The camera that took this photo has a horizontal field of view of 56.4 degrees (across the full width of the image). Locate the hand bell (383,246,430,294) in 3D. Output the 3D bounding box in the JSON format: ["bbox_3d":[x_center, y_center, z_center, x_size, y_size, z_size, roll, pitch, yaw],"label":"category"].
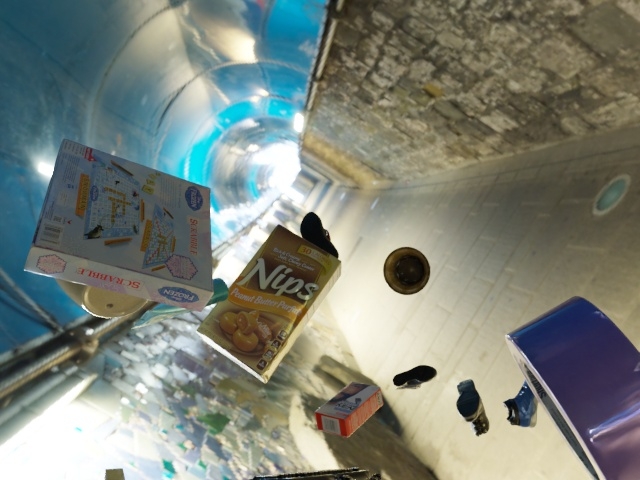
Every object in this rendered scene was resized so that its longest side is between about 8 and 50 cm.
[{"bbox_3d":[0.268,0.077,1.648,0.126,0.126,0.242,-58,-19,13],"label":"hand bell"}]

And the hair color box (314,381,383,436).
[{"bbox_3d":[0.073,0.417,1.487,0.167,0.093,0.054,-23,-71,-51],"label":"hair color box"}]

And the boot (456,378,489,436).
[{"bbox_3d":[0.539,0.610,2.078,0.085,0.179,0.236,-21,10,14],"label":"boot"}]

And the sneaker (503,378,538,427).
[{"bbox_3d":[0.542,0.430,1.621,0.058,0.084,0.152,110,165,-90],"label":"sneaker"}]

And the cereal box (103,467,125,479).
[{"bbox_3d":[-0.482,0.676,1.368,0.173,0.047,0.240,31,110,61],"label":"cereal box"}]

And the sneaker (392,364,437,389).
[{"bbox_3d":[0.281,0.410,1.768,0.170,0.089,0.051,-23,60,30],"label":"sneaker"}]

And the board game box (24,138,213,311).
[{"bbox_3d":[-0.367,-0.033,1.154,0.066,0.317,0.319,-54,31,33],"label":"board game box"}]

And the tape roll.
[{"bbox_3d":[0.260,0.153,0.562,0.080,0.189,0.189,-32,8,6],"label":"tape roll"}]

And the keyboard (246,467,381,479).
[{"bbox_3d":[0.017,0.465,1.167,0.317,0.201,0.033,28,-120,-57],"label":"keyboard"}]

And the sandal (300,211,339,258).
[{"bbox_3d":[0.000,0.000,1.538,0.067,0.040,0.179,-42,53,17],"label":"sandal"}]

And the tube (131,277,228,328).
[{"bbox_3d":[-0.276,0.127,1.198,0.207,0.052,0.080,-21,-21,-50],"label":"tube"}]

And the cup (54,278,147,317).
[{"bbox_3d":[-0.548,0.060,1.562,0.331,0.331,0.237,-57,41,24],"label":"cup"}]

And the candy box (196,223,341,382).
[{"bbox_3d":[-0.110,0.138,1.362,0.316,0.182,0.088,-54,-15,-20],"label":"candy box"}]
